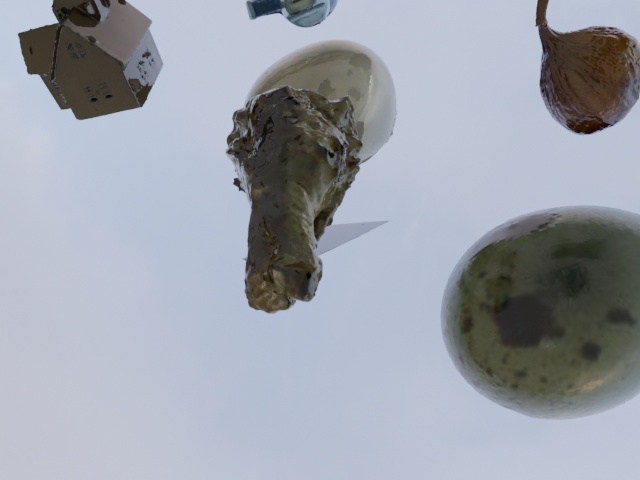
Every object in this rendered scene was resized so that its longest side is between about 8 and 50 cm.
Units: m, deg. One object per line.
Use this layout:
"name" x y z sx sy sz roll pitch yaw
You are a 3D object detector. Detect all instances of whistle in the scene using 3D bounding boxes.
"whistle" -0.023 -0.383 1.049 0.180 0.269 0.093 -15 -72 7

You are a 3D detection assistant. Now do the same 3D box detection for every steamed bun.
"steamed bun" -0.009 -0.279 1.357 0.324 0.206 0.324 -17 -143 13

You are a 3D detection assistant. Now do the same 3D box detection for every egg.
"egg" 0.413 0.111 1.109 0.428 0.345 0.345 -21 -107 11

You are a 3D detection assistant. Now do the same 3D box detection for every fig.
"fig" 0.329 -0.235 0.876 0.134 0.201 0.146 -29 -140 48

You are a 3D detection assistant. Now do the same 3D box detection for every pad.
"pad" 0.000 -0.001 1.192 0.160 0.265 0.009 -4 -78 33

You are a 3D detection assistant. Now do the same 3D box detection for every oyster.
"oyster" -0.052 -0.063 0.863 0.198 0.133 0.337 -8 -114 26

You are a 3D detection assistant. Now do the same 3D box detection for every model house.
"model house" -0.357 -0.320 0.956 0.176 0.248 0.180 -10 -144 10
